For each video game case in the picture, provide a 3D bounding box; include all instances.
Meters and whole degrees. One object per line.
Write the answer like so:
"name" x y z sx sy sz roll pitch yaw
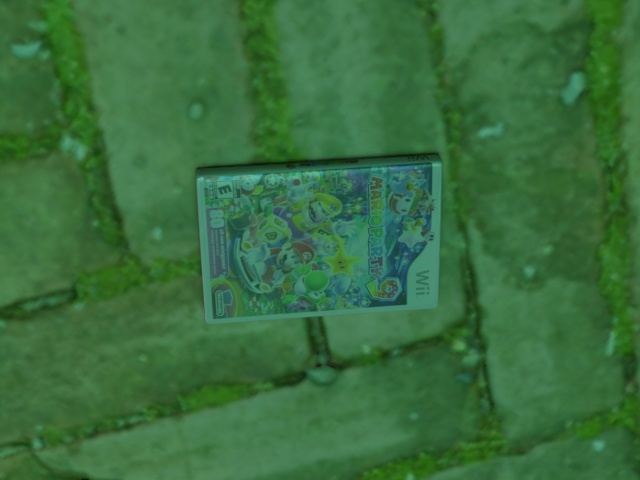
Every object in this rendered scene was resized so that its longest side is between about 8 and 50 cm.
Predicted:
"video game case" 0.000 0.000 0.782 0.122 0.011 0.087 -4 120 -5
